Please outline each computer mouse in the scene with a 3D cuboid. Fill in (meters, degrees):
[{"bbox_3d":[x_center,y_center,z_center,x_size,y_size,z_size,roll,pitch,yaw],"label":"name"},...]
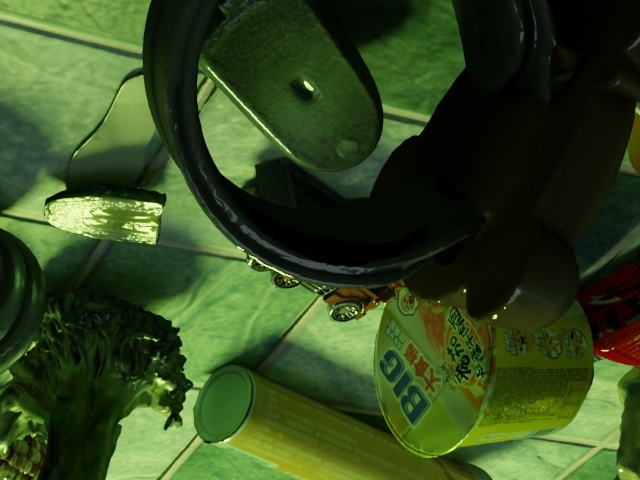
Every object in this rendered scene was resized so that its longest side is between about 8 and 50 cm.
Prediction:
[{"bbox_3d":[-0.031,-0.144,1.313,0.113,0.068,0.229,-36,128,5],"label":"computer mouse"}]

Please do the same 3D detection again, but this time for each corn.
[{"bbox_3d":[-0.381,0.218,1.766,0.086,0.086,0.253,-24,141,22],"label":"corn"}]

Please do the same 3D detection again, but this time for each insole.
[{"bbox_3d":[-0.177,-0.086,1.425,0.065,0.004,0.197,9,143,-23],"label":"insole"}]

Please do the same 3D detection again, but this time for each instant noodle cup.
[{"bbox_3d":[0.172,0.119,1.637,0.153,0.205,0.205,6,145,-30],"label":"instant noodle cup"}]

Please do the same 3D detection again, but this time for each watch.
[{"bbox_3d":[0.049,-0.135,1.164,0.327,0.314,0.335,28,98,-20],"label":"watch"}]

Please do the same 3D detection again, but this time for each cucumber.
[{"bbox_3d":[-0.194,-0.032,1.467,0.107,0.035,0.067,7,145,-6],"label":"cucumber"}]

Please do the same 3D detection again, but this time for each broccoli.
[{"bbox_3d":[-0.251,0.164,1.558,0.198,0.275,0.177,1,127,24],"label":"broccoli"}]

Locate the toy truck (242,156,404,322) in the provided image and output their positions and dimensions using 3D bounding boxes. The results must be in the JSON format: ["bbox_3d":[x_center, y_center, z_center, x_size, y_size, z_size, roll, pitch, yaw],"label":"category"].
[{"bbox_3d":[0.000,0.000,1.517,0.092,0.083,0.192,-32,139,23],"label":"toy truck"}]

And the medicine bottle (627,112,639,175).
[{"bbox_3d":[0.379,-0.074,1.469,0.192,0.096,0.096,16,140,-32],"label":"medicine bottle"}]

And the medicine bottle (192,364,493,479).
[{"bbox_3d":[0.038,0.253,1.881,0.108,0.108,0.426,-30,139,30],"label":"medicine bottle"}]

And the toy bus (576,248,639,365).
[{"bbox_3d":[0.325,0.077,1.687,0.081,0.089,0.195,25,135,-38],"label":"toy bus"}]

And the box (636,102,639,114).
[{"bbox_3d":[0.340,-0.137,1.313,0.243,0.067,0.155,34,105,-29],"label":"box"}]

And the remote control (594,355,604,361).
[{"bbox_3d":[0.322,0.112,1.798,0.152,0.027,0.043,-22,150,23],"label":"remote control"}]

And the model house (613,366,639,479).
[{"bbox_3d":[0.476,0.259,1.848,0.261,0.266,0.321,-39,139,-7],"label":"model house"}]

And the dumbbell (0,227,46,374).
[{"bbox_3d":[-0.351,-0.017,1.341,0.179,0.179,0.406,-10,147,3],"label":"dumbbell"}]
